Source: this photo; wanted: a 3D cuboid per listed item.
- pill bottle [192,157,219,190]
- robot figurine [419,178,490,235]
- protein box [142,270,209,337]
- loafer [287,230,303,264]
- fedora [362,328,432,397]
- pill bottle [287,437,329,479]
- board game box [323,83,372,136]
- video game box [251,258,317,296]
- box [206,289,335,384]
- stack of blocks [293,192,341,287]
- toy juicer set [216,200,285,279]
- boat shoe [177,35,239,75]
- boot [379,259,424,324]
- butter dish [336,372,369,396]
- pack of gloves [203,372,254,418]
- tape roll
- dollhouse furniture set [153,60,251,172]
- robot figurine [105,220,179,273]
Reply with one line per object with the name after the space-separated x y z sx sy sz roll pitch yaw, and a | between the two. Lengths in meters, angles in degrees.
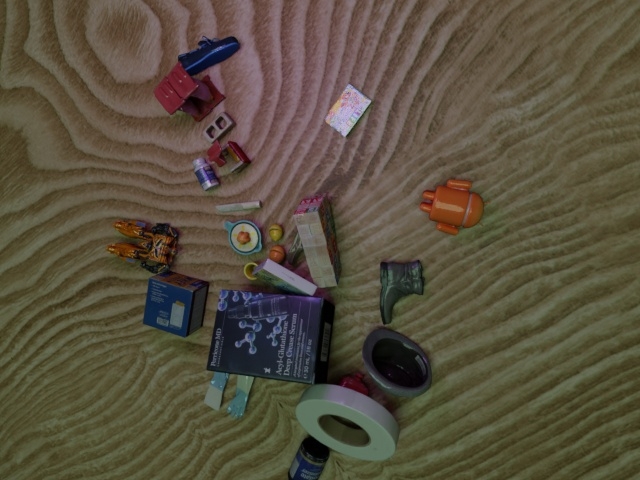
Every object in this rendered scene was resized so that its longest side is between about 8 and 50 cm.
-0.448 -0.258 1.705 0.067 0.067 0.120 -26 92 16 | pill bottle
0.449 -0.111 1.478 0.220 0.128 0.157 14 67 12 | robot figurine
-0.585 0.253 1.782 0.200 0.136 0.201 15 102 12 | protein box
-0.083 0.029 1.666 0.050 0.056 0.147 23 103 16 | loafer
0.260 0.463 1.590 0.276 0.243 0.124 25 133 2 | fedora
-0.058 0.918 1.763 0.123 0.123 0.219 24 104 9 | pill bottle
0.097 -0.461 1.561 0.103 0.026 0.154 39 105 5 | board game box
-0.135 0.146 1.598 0.205 0.187 0.048 31 67 -13 | video game box
-0.171 0.349 1.601 0.396 0.212 0.293 2 74 15 | box
0.000 0.000 1.580 0.087 0.171 0.296 -8 115 15 | stack of blocks
-0.258 -0.029 1.683 0.209 0.089 0.328 -26 91 16 | toy juicer set
-0.426 -0.698 1.613 0.259 0.109 0.088 -18 90 14 | boat shoe
0.296 0.192 1.589 0.161 0.083 0.246 1 100 8 | boot
0.126 0.562 1.665 0.160 0.160 0.118 25 79 5 | butter dish
-0.376 0.618 1.847 0.195 0.046 0.231 21 100 22 | pack of gloves
0.097 0.674 1.615 0.393 0.072 0.391 14 134 15 | tape roll
-0.398 -0.435 1.596 0.152 0.201 0.374 -39 87 16 | dollhouse furniture set
-0.718 0.017 1.788 0.291 0.085 0.210 12 86 15 | robot figurine
